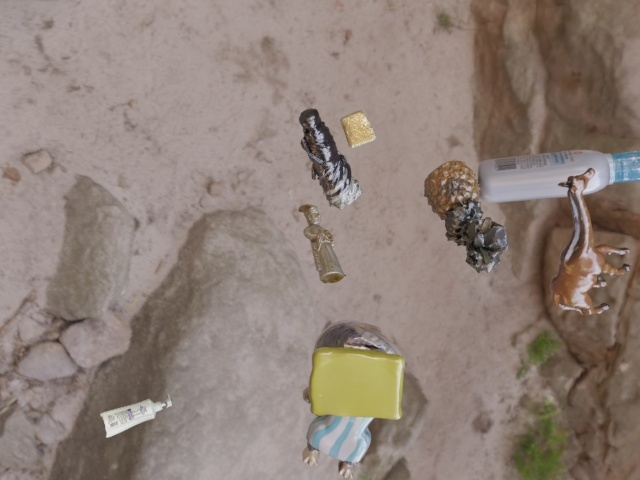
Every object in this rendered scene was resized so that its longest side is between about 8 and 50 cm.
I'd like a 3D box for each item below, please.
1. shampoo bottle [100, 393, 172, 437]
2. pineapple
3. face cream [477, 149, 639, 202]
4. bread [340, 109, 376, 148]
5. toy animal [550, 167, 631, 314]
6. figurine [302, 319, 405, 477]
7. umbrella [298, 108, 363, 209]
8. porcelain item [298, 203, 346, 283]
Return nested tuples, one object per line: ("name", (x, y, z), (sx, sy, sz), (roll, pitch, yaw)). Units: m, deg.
("shampoo bottle", (-0.367, 0.349, 1.366), (0.141, 0.034, 0.049), (-17, 70, -15))
("pineapple", (0.284, -0.044, 1.320), (0.111, 0.237, 0.119), (-28, 147, 12))
("face cream", (0.492, -0.136, 1.371), (0.163, 0.336, 0.080), (-58, 140, -65))
("bread", (0.088, -0.267, 1.632), (0.070, 0.035, 0.083), (-25, 91, 2))
("toy animal", (0.414, 0.009, 1.053), (0.229, 0.066, 0.224), (13, 111, -32))
("figurine", (0.087, 0.387, 1.873), (0.378, 0.266, 0.362), (-63, 174, -78))
("umbrella", (0.016, -0.230, 1.879), (0.113, 0.106, 0.358), (-33, 139, -4))
("porcelain item", (0.000, 0.000, 1.674), (0.084, 0.054, 0.213), (19, 46, -51))
